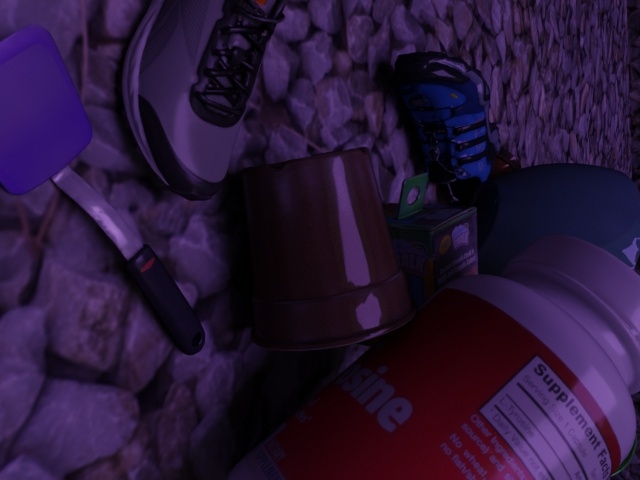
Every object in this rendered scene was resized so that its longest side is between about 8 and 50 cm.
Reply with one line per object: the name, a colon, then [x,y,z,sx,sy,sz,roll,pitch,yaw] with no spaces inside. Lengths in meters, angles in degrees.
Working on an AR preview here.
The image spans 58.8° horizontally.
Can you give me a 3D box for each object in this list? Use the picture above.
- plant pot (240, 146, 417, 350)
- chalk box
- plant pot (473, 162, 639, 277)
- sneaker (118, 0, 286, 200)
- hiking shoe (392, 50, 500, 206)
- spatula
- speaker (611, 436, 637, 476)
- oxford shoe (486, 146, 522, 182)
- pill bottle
plant pot: [0.000,0.000,0.552,0.167,0.167,0.165,-19,102,-51]
chalk box: [0.116,0.022,0.728,0.132,0.132,0.213,-21,110,-49]
plant pot: [0.357,-0.009,0.963,0.195,0.290,0.290,16,77,-8]
sneaker: [-0.084,-0.167,0.455,0.100,0.108,0.271,10,88,-55]
hiking shoe: [0.190,-0.151,0.819,0.304,0.113,0.132,33,67,-50]
spatula: [-0.159,-0.008,0.434,0.084,0.030,0.296,-53,133,-34]
speaker: [0.407,0.294,1.012,0.131,0.296,0.131,-2,99,-13]
oxford shoe: [0.354,-0.104,1.102,0.076,0.076,0.212,-51,143,4]
pill bottle: [0.133,0.181,0.542,0.408,0.229,0.229,-38,127,-15]
